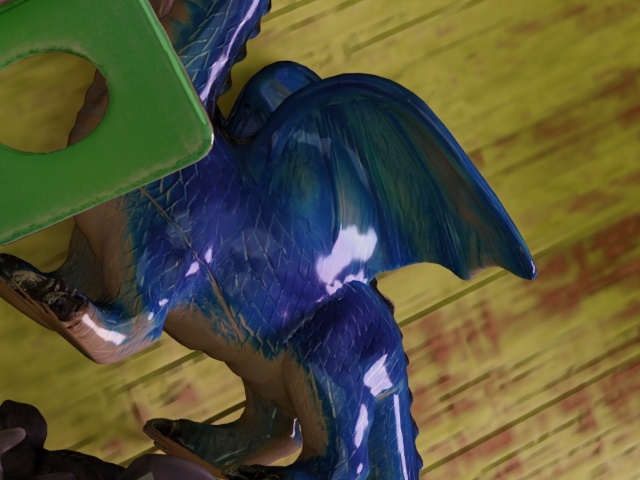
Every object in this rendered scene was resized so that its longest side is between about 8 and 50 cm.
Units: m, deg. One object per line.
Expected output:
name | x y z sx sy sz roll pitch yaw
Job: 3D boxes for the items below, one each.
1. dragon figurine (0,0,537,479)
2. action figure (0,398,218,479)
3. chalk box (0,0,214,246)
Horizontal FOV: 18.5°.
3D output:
dragon figurine | 0.000 0.000 0.561 0.289 0.085 0.144 46 78 -22
action figure | -0.039 0.144 0.521 0.275 0.164 0.141 43 79 -31
chalk box | -0.095 -0.104 0.426 0.132 0.132 0.213 -22 91 20
